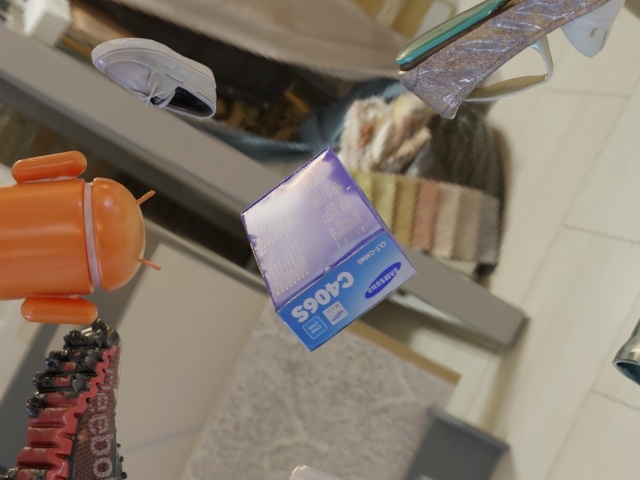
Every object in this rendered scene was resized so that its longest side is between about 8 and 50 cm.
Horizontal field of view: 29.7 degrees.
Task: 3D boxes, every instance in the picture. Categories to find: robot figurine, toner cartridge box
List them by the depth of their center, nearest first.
[{"bbox_3d":[-0.284,0.000,1.297,0.128,0.219,0.158,91,171,-46],"label":"robot figurine"},{"bbox_3d":[0.000,0.000,1.571,0.165,0.075,0.348,-38,23,5],"label":"toner cartridge box"}]

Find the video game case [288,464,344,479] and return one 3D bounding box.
[{"bbox_3d":[0.060,0.217,0.616,0.023,0.201,0.183,-60,-13,-53],"label":"video game case"}]

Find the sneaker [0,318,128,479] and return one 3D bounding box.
[{"bbox_3d":[-0.283,0.233,1.421,0.097,0.135,0.276,-5,59,40],"label":"sneaker"}]

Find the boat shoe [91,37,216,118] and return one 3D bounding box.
[{"bbox_3d":[-0.193,-0.186,1.435,0.066,0.184,0.063,-26,66,26],"label":"boat shoe"}]

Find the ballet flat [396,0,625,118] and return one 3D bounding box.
[{"bbox_3d":[0.219,-0.216,1.191,0.316,0.106,0.107,-28,16,38],"label":"ballet flat"}]

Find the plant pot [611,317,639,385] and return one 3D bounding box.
[{"bbox_3d":[0.460,0.096,1.176,0.293,0.293,0.196,15,78,62],"label":"plant pot"}]
